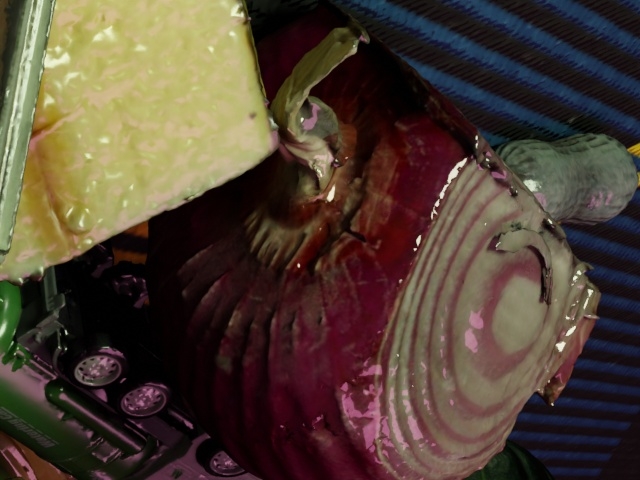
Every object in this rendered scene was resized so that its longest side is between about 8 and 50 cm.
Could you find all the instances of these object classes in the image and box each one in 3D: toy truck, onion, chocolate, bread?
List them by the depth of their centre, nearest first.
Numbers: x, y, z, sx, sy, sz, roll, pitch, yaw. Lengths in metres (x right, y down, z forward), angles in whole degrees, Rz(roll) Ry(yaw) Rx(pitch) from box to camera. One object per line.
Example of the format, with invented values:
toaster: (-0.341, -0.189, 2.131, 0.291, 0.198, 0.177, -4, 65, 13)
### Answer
bread: (-0.141, -0.082, 0.901, 0.240, 0.135, 0.178, -25, 156, -16)
onion: (0.008, 0.017, 1.127, 0.272, 0.256, 0.230, 38, 95, -25)
toy truck: (-0.132, 0.089, 1.212, 0.125, 0.101, 0.242, -33, 135, 18)
chocolate: (0.180, -0.045, 1.499, 0.167, 0.072, 0.072, -5, 143, -46)

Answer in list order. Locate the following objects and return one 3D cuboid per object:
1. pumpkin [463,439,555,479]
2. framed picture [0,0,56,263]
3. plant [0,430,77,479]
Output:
pumpkin: (0.106, 0.263, 1.842, 0.250, 0.216, 0.250, -7, 156, -3)
framed picture: (-0.158, -0.116, 0.764, 0.197, 0.014, 0.252, 12, 89, -59)
plant: (-0.194, 0.237, 1.401, 0.261, 0.297, 0.306, -13, -171, 35)
